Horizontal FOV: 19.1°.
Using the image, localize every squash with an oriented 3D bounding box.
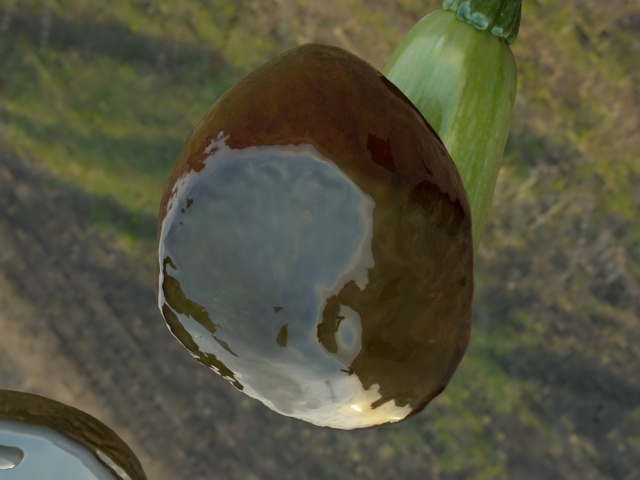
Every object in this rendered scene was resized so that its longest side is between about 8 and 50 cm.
[{"bbox_3d":[0.063,-0.065,1.266,0.137,0.137,0.287,34,118,39],"label":"squash"}]

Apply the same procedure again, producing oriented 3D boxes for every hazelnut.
[{"bbox_3d":[-0.010,0.002,1.071,0.210,0.186,0.210,34,146,27],"label":"hazelnut"}]

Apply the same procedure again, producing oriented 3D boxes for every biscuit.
[{"bbox_3d":[-0.210,0.172,1.202,0.181,0.208,0.049,-58,26,34],"label":"biscuit"}]
